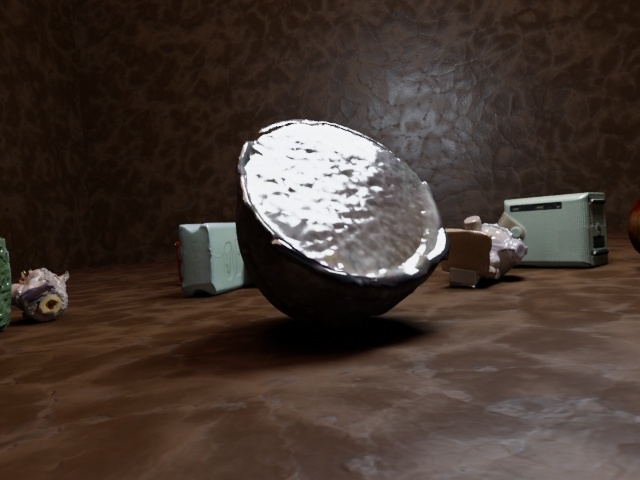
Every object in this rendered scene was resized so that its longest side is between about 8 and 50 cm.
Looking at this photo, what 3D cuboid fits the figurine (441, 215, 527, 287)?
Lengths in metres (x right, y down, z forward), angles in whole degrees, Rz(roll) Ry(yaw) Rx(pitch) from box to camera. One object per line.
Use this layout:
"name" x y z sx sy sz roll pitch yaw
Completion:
"figurine" 0.342 0.016 1.025 0.162 0.141 0.236 3 6 40

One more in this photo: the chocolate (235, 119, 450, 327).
"chocolate" 0.000 0.000 0.693 0.303 0.303 0.213 -5 -37 -30

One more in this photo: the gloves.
"gloves" -0.561 0.114 0.972 0.110 0.094 0.144 -29 31 -13

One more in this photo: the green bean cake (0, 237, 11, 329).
"green bean cake" -0.593 0.079 0.803 0.094 0.173 0.181 -3 0 -7

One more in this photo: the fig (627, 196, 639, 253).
"fig" 0.733 -0.043 0.945 0.235 0.235 0.214 -6 39 -44

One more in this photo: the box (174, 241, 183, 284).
"box" -0.350 0.062 1.499 0.182 0.133 0.099 -7 1 -34

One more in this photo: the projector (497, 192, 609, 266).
"projector" 0.580 -0.024 1.223 0.163 0.177 0.242 -3 1 -44

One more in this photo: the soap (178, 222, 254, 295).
"soap" -0.244 0.041 1.255 0.095 0.173 0.289 -2 1 19
